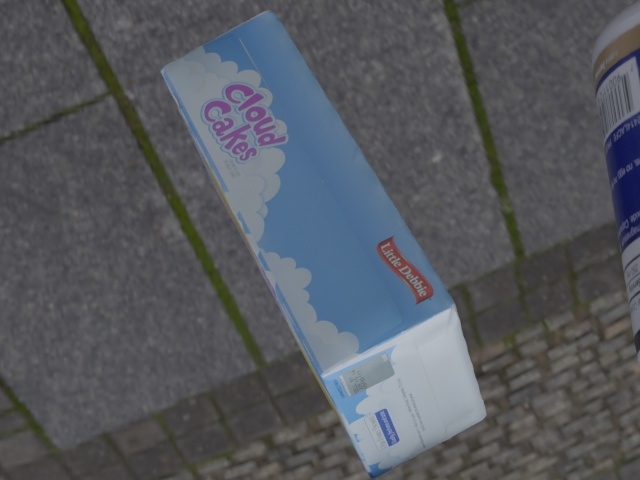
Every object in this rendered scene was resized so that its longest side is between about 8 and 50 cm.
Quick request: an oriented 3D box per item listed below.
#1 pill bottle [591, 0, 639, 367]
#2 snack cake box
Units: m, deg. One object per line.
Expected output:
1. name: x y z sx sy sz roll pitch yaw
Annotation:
1. pill bottle: 0.234 0.004 0.716 0.153 0.265 0.153 -5 163 -1
2. snack cake box: 0.000 0.000 0.879 0.089 0.264 0.152 -28 145 -3
